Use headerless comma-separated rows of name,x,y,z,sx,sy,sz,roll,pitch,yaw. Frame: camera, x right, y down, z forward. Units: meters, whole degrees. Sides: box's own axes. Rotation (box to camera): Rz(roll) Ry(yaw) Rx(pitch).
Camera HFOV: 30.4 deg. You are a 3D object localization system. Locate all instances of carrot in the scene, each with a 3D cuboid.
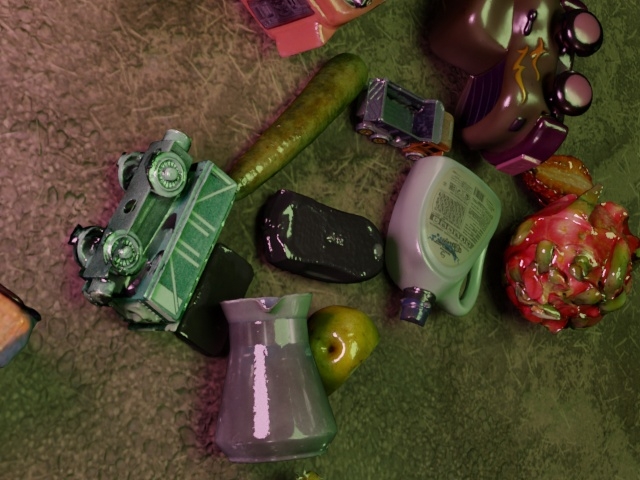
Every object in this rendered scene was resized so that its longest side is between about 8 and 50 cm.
carrot,-0.039,-0.171,1.786,0.358,0.074,0.074,-49,116,-35

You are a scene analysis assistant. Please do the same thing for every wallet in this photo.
wallet,-0.148,0.085,1.679,0.082,0.018,0.156,39,59,-32

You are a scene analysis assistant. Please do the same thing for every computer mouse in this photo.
computer mouse,0.000,0.000,1.795,0.217,0.073,0.122,19,69,-34

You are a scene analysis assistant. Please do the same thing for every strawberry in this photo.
strawberry,0.443,-0.109,2.238,0.188,0.082,0.121,18,52,-31

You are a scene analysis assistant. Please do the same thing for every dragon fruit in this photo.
dragon fruit,0.457,0.041,2.119,0.303,0.231,0.237,-18,85,-54

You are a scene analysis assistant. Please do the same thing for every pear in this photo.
pear,0.015,0.156,1.758,0.104,0.141,0.141,43,52,4

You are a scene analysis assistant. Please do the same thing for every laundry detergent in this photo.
laundry detergent,0.201,0.021,1.959,0.215,0.105,0.280,35,60,-37

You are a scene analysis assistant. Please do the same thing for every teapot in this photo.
teapot,-0.066,0.189,1.650,0.203,0.171,0.225,45,41,-84

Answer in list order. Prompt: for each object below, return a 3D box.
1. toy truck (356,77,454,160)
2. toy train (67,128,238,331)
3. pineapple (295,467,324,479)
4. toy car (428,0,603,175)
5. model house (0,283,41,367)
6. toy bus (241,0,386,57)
toy truck,0.138,-0.198,1.941,0.192,0.092,0.083,22,68,-40
toy train,-0.224,-0.016,1.564,0.154,0.115,0.269,45,55,-40
pineapple,0.027,0.436,1.723,0.233,0.135,0.079,45,75,2
toy car,0.311,-0.302,2.030,0.240,0.271,0.340,17,72,-22
model house,-0.495,0.111,1.265,0.253,0.184,0.291,46,69,-37
toy bus,-0.071,-0.488,1.715,0.427,0.203,0.233,51,58,-24
